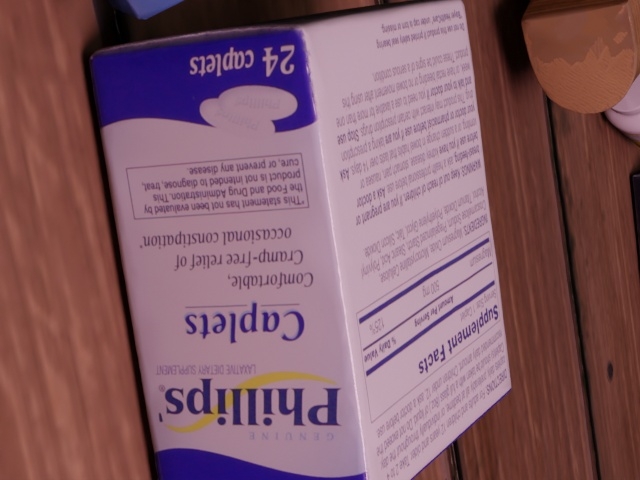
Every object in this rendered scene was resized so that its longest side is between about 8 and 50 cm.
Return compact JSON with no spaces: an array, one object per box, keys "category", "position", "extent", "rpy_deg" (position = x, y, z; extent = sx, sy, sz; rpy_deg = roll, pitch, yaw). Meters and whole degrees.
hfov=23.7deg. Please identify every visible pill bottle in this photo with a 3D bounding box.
[{"category":"pill bottle","position":[0.189,-0.079,0.886],"extent":[0.083,0.043,0.043],"rpy_deg":[22,68,-61]}]

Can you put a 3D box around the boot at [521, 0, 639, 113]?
[{"category":"boot","position":[0.130,-0.224,0.740],"extent":[0.211,0.104,0.295],"rpy_deg":[-59,143,-56]}]

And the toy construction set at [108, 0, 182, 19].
[{"category":"toy construction set","position":[0.042,-0.212,0.348],"extent":[0.257,0.237,0.308],"rpy_deg":[-28,108,-41]}]

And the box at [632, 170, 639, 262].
[{"category":"box","position":[0.295,-0.016,0.964],"extent":[0.158,0.156,0.093],"rpy_deg":[-21,105,-62]}]

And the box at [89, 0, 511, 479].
[{"category":"box","position":[0.000,0.000,0.468],"extent":[0.126,0.072,0.137],"rpy_deg":[-25,108,-62]}]
